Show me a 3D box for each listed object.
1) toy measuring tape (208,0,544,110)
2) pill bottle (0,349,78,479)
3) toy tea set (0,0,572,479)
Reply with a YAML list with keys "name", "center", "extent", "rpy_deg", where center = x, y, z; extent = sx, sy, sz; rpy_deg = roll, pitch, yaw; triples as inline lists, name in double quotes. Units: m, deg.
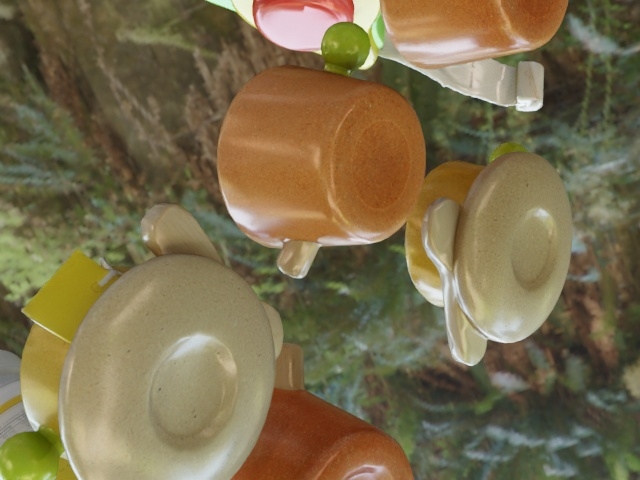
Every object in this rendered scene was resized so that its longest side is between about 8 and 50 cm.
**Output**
- name: "toy measuring tape"
  center: [0.049, -0.175, 0.774]
  extent: [0.330, 0.121, 0.121]
  rpy_deg: [17, -173, -23]
- name: "pill bottle"
  center: [-0.168, 0.150, 0.679]
  extent: [0.103, 0.103, 0.184]
  rpy_deg: [-34, -127, -25]
- name: "toy tea set"
  center: [0.000, 0.000, 0.471]
  extent: [0.124, 0.200, 0.336]
  rpy_deg: [8, -131, 43]
